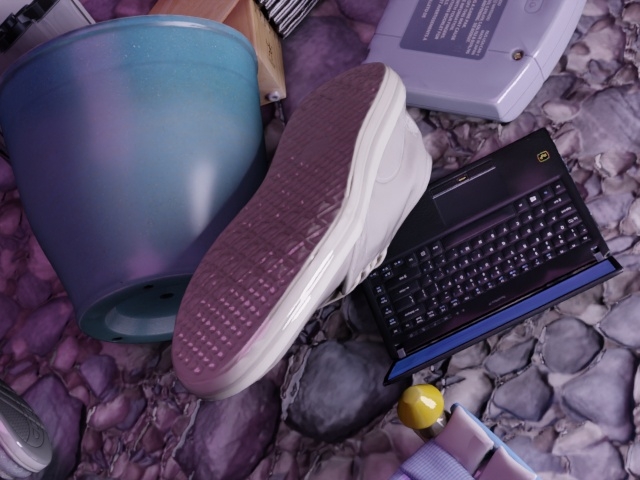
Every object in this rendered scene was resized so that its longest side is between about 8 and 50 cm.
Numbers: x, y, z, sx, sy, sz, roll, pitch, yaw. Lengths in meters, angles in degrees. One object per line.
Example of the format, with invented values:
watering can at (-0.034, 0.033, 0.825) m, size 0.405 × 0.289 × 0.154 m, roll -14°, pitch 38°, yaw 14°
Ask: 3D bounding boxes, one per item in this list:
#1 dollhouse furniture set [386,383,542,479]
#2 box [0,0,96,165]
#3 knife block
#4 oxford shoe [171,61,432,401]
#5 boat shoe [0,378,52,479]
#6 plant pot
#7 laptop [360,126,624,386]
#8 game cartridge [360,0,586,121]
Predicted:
dollhouse furniture set at (0.073, 0.282, 1.448) m, size 0.286 × 0.198 × 0.303 m, roll -42°, pitch 53°, yaw -5°
box at (-0.321, -0.193, 1.847) m, size 0.087 × 0.290 × 0.169 m, roll 35°, pitch 78°, yaw 35°
knife block at (-0.124, -0.252, 1.923) m, size 0.275 × 0.088 × 0.242 m, roll -17°, pitch 55°, yaw 14°
oxford shoe at (0.000, 0.000, 1.611) m, size 0.169 × 0.130 × 0.449 m, roll -14°, pitch 30°, yaw 31°
boat shoe at (-0.386, 0.162, 1.776) m, size 0.320 × 0.118 × 0.103 m, roll 34°, pitch 84°, yaw 39°
plant pot at (-0.169, -0.045, 1.725) m, size 0.271 × 0.271 × 0.255 m, roll -19°, pitch 68°, yaw 12°
laptop at (0.139, 0.009, 1.621) m, size 0.234 × 0.136 × 0.264 m, roll -26°, pitch 54°, yaw 7°
game cartridge at (0.177, -0.260, 1.820) m, size 0.198 × 0.062 × 0.297 m, roll 14°, pitch 67°, yaw 25°
